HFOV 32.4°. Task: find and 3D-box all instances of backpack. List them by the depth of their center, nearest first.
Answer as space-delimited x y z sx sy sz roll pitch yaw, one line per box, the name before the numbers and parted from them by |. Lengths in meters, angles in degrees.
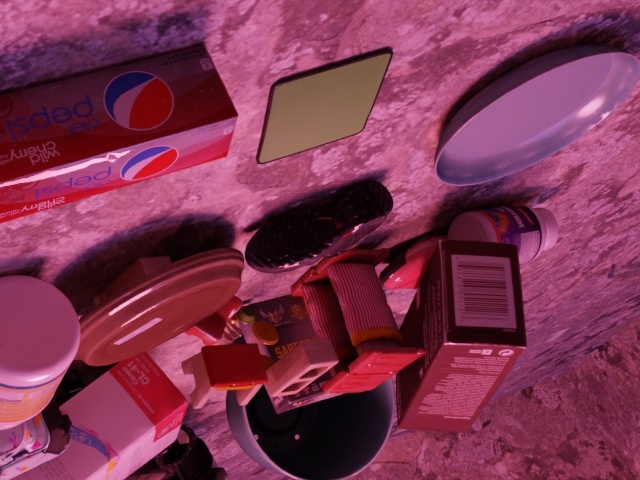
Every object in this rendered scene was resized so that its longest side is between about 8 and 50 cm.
backpack | -0.473 0.262 1.554 0.188 0.166 0.144 -30 165 10

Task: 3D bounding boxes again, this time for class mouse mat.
mouse mat | 0.002 -0.155 1.300 0.152 0.007 0.190 -19 161 -18

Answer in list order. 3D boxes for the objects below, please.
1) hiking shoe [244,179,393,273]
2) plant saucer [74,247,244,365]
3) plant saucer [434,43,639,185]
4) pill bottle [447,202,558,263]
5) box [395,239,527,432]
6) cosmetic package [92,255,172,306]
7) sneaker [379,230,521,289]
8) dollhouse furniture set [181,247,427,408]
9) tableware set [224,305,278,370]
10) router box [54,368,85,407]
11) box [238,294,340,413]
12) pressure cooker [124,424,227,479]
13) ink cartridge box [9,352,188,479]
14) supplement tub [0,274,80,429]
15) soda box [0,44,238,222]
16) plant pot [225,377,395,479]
hiking shoe | 0.000 0.000 1.579 0.226 0.086 0.114 -22 157 -11
plant saucer | -0.221 0.098 1.503 0.277 0.041 0.278 -28 168 -6
plant saucer | 0.295 -0.180 1.542 0.317 0.044 0.317 -22 161 -8
pill bottle | 0.324 -0.008 1.924 0.193 0.108 0.108 -10 155 -39
box | 0.226 0.171 1.865 0.143 0.191 0.381 3 149 -5
cosmetic package | -0.253 0.067 1.510 0.115 0.041 0.060 -38 159 32
sneaker | 0.248 0.060 1.965 0.313 0.136 0.116 -10 155 -37
dollhouse furniture set | -0.037 0.128 1.719 0.374 0.201 0.152 2 148 -41
tableware set | -0.102 0.172 1.785 0.104 0.154 0.024 -27 158 -49
router box | -0.472 0.275 1.774 0.178 0.046 0.133 -18 159 -23
box | -0.005 0.179 1.894 0.231 0.183 0.056 -11 158 -34
pressure cooker | -0.346 0.557 2.144 0.369 0.420 0.375 -27 -165 -13
ink cartridge box | -0.374 0.334 1.756 0.306 0.131 0.226 -34 168 -26
supplement tub | -0.393 0.147 1.388 0.144 0.144 0.200 -12 157 -33
soda box | -0.217 -0.099 1.043 0.263 0.092 0.083 -18 161 -20
plant pot | -0.043 0.299 2.037 0.293 0.293 0.235 -16 176 -25
